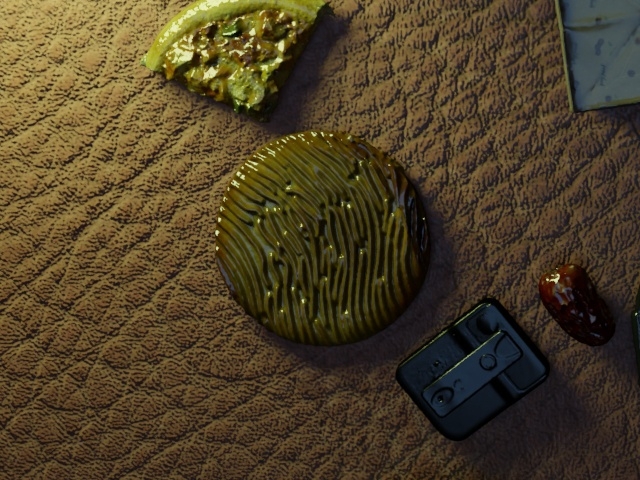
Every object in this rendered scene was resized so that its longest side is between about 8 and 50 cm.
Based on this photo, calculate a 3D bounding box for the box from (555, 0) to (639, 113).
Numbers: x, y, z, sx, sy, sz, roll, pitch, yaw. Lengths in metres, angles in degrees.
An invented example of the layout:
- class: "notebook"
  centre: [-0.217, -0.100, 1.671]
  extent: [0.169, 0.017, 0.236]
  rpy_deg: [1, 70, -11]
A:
- class: "box"
  centre: [0.452, -0.292, 1.808]
  extent: [0.297, 0.190, 0.225]
  rpy_deg: [-8, 98, 14]

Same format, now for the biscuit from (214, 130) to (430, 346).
- class: "biscuit"
  centre: [0.000, 0.000, 2.044]
  extent: [0.318, 0.040, 0.318]
  rpy_deg: [3, 101, 13]

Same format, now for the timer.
- class: "timer"
  centre: [0.214, 0.187, 2.025]
  extent: [0.187, 0.055, 0.144]
  rpy_deg: [-40, 91, 17]

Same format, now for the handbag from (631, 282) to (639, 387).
- class: "handbag"
  centre: [0.548, 0.128, 1.918]
  extent: [0.253, 0.093, 0.308]
  rpy_deg: [-6, 100, 13]

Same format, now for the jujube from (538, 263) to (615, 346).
- class: "jujube"
  centre: [0.354, 0.090, 1.968]
  extent: [0.077, 0.077, 0.129]
  rpy_deg: [-36, 102, 17]

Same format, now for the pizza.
- class: "pizza"
  centre: [-0.114, -0.255, 2.008]
  extent: [0.292, 0.058, 0.197]
  rpy_deg: [-11, 99, 15]
